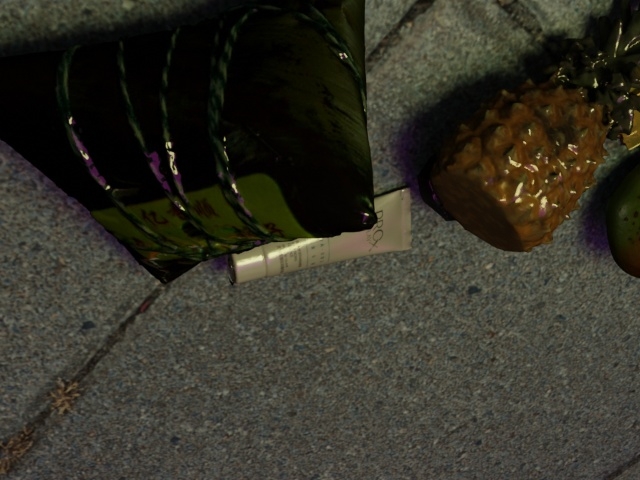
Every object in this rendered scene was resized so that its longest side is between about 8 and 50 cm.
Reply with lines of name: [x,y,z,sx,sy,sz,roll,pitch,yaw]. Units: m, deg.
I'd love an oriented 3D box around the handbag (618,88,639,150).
handbag: [0.394,-0.156,1.089,0.061,0.027,0.083,-32,131,8]

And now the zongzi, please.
zongzi: [-0.154,-0.119,0.829,0.383,0.319,0.362,-29,136,31]

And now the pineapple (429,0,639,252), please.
pineapple: [0.279,-0.148,0.971,0.340,0.169,0.169,-48,129,-9]

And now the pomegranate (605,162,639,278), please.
pomegranate: [0.465,-0.027,1.141,0.180,0.180,0.209,-47,162,20]

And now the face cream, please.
face cream: [0.000,0.000,1.077,0.243,0.058,0.092,-14,126,-14]

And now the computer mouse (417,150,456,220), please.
computer mouse: [0.190,-0.074,1.071,0.172,0.057,0.099,3,110,-23]
